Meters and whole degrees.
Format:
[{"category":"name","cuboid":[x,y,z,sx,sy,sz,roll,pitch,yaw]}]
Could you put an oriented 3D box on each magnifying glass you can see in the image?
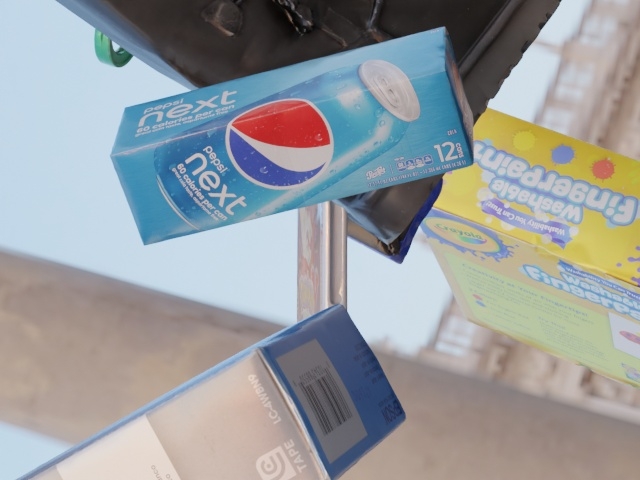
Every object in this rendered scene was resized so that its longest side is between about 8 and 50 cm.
[{"category":"magnifying glass","cuboid":[-0.185,-0.292,2.072,0.092,0.026,0.231,52,-125,-70]}]

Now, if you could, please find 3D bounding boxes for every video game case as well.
[{"category":"video game case","cuboid":[0.000,0.000,1.649,0.201,0.023,0.183,-147,57,-82]}]

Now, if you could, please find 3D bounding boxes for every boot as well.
[{"category":"boot","cuboid":[-0.038,-0.259,1.447,0.367,0.445,0.146,-55,2,-35]}]

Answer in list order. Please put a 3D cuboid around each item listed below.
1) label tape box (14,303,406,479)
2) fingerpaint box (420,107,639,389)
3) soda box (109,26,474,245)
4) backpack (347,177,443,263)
[{"category":"label tape box","cuboid":[-0.130,0.184,1.423,0.115,0.348,0.249,59,-166,3]},{"category":"fingerpaint box","cuboid":[0.370,0.039,2.436,0.163,0.445,0.371,-60,-27,-16]},{"category":"soda box","cuboid":[-0.016,-0.063,1.189,0.071,0.210,0.067,-83,-23,-62]},{"category":"backpack","cuboid":[0.072,-0.048,2.087,0.120,0.098,0.101,-62,-10,-1]}]
